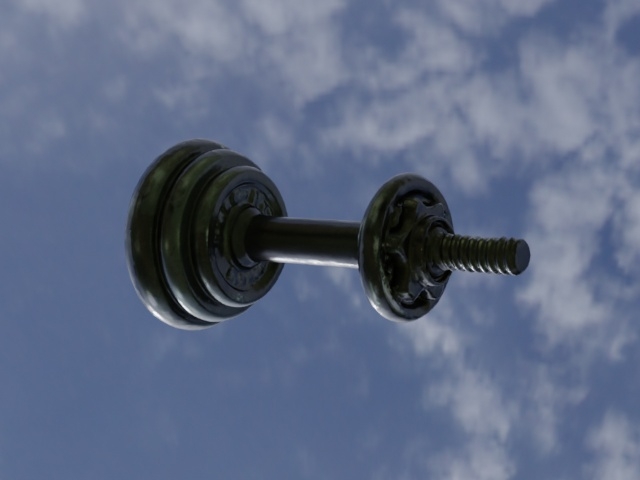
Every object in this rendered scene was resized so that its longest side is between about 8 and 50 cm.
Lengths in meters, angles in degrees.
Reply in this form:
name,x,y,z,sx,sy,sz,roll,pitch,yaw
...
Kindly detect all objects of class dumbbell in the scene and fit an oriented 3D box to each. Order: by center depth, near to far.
name,x,y,z,sx,sy,sz,roll,pitch,yaw
dumbbell,0.000,0.000,1.052,0.254,0.110,0.110,3,-114,36
